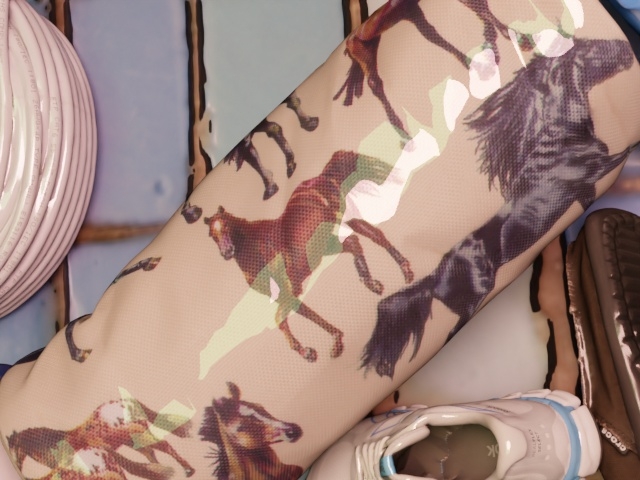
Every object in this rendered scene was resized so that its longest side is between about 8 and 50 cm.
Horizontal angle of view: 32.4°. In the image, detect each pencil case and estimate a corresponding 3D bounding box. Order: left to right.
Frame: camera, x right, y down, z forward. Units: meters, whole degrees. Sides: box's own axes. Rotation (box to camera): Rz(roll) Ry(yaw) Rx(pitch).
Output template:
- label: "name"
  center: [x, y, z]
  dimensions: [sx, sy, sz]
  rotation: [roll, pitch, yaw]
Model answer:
- label: "pencil case"
  center: [0.000, 0.000, 0.608]
  dimensions: [0.410, 0.160, 0.183]
  rotation: [-45, 39, 6]

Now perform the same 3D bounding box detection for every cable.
- label: "cable"
  center: [-0.276, -0.061, 0.752]
  dimensions: [0.257, 0.089, 0.257]
  rotation: [-18, 77, 16]

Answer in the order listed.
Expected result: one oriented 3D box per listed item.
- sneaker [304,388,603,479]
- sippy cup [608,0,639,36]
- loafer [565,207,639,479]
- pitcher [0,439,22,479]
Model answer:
- label: "sneaker"
  center: [0.048, 0.118, 0.593]
  dimensions: [0.190, 0.083, 0.071]
  rotation: [-26, 67, 41]
- label: "sippy cup"
  center: [0.230, -0.194, 0.541]
  dimensions: [0.224, 0.240, 0.305]
  rotation: [-39, 27, 19]
- label: "loafer"
  center: [0.164, 0.088, 0.584]
  dimensions: [0.078, 0.080, 0.220]
  rotation: [-37, 53, 49]
- label: "pitcher"
  center: [-0.181, 0.198, 0.605]
  dimensions: [0.177, 0.125, 0.207]
  rotation: [-11, 62, -5]
